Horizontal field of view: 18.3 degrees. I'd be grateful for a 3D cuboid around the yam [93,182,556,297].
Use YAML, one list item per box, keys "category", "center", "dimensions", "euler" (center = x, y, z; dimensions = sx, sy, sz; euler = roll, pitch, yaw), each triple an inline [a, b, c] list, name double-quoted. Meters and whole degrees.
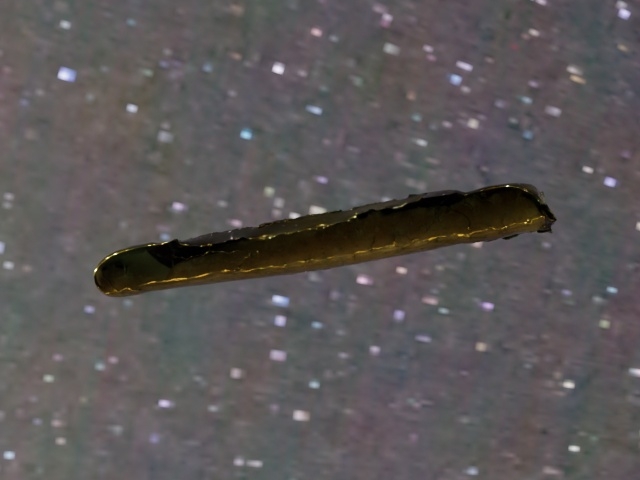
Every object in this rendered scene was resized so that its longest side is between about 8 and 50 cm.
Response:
- category: "yam"
  center: [0.000, 0.000, 0.451]
  dimensions: [0.107, 0.014, 0.014]
  euler: [-9, -105, 9]
